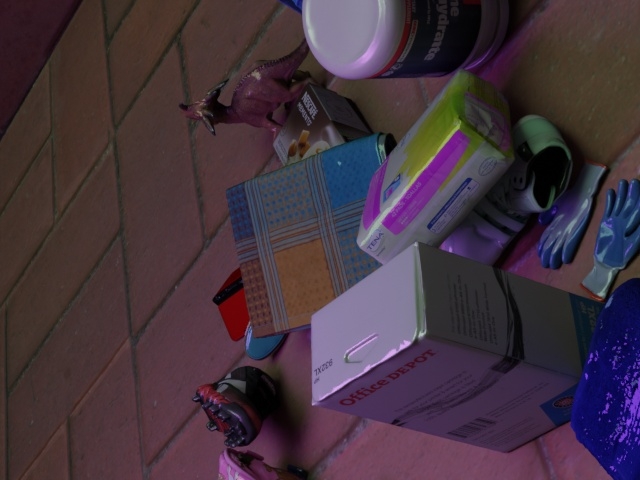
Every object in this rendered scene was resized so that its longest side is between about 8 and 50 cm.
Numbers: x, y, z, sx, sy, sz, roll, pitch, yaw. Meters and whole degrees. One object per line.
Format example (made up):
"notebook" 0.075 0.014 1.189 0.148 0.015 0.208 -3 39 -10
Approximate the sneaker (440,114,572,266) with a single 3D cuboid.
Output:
"sneaker" 0.244 -0.041 1.749 0.256 0.094 0.151 -62 11 14

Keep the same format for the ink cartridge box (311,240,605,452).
"ink cartridge box" 0.172 0.138 1.592 0.223 0.307 0.129 -38 44 44

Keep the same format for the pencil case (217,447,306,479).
"pencil case" -0.149 0.529 2.080 0.160 0.167 0.386 22 96 20

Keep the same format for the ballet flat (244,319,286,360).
"ballet flat" -0.074 0.112 2.285 0.206 0.073 0.067 -64 3 9

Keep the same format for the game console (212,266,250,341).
"game console" -0.126 0.097 2.417 0.144 0.085 0.124 -35 15 46

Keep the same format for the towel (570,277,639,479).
"towel" 0.368 0.202 1.387 0.308 0.076 0.228 -127 39 -60

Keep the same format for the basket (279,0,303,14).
"basket" 0.016 -0.454 2.232 0.289 0.254 0.201 -4 73 47

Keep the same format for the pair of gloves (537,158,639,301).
"pair of gloves" 0.345 -0.019 1.677 0.198 0.023 0.159 40 109 58

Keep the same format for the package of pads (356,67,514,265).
"package of pads" 0.160 -0.102 1.780 0.229 0.101 0.296 -51 8 20

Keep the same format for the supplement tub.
"supplement tub" 0.126 -0.333 1.916 0.191 0.272 0.191 9 103 46

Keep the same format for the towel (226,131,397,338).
"towel" 0.000 0.000 2.085 0.370 0.040 0.272 -17 80 43

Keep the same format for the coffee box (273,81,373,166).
"coffee box" 0.020 -0.140 2.210 0.141 0.098 0.246 -58 33 24

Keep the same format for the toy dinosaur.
"toy dinosaur" -0.121 -0.274 2.418 0.296 0.200 0.127 -49 37 34

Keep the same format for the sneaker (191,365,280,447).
"sneaker" -0.129 0.271 2.194 0.098 0.135 0.276 63 168 -7
